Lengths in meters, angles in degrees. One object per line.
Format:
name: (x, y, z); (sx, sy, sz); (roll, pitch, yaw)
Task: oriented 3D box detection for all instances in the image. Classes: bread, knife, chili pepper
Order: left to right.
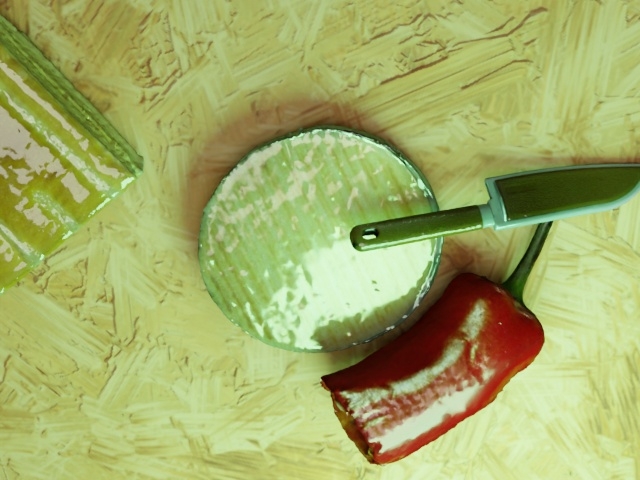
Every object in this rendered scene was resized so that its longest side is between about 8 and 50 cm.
bread: (-0.351, -0.082, 1.648); (0.239, 0.111, 0.246); (-40, 105, 9)
bread: (0.000, 0.000, 1.728); (0.267, 0.040, 0.267); (-1, 109, -4)
chili pepper: (0.168, 0.108, 1.727); (0.338, 0.131, 0.134); (-37, 150, -9)
knife: (0.195, -0.042, 1.704); (0.343, 0.027, 0.061); (-10, 68, -10)
